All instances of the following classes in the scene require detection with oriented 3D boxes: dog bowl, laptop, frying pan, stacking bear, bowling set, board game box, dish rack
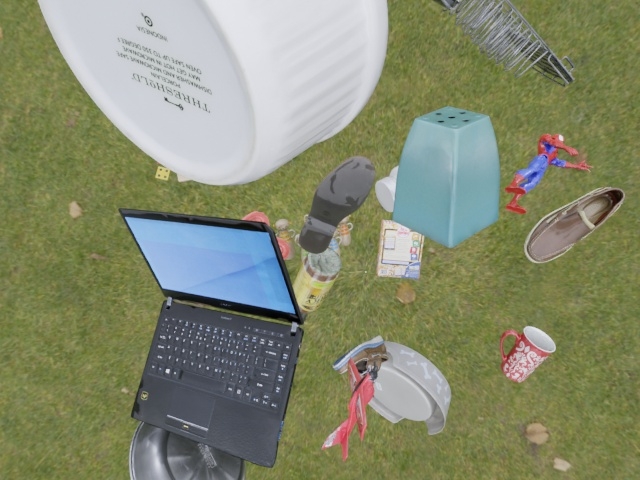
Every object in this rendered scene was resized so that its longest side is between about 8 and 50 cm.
[{"bbox_3d":[0.262,0.471,1.591,0.349,0.348,0.102,41,55,6],"label":"dog bowl"},{"bbox_3d":[-0.155,0.114,0.598,0.234,0.136,0.264,7,76,28],"label":"laptop"},{"bbox_3d":[-0.141,0.343,0.766,0.053,0.326,0.197,-41,49,26],"label":"frying pan"},{"bbox_3d":[-0.228,0.053,1.567,0.164,0.289,0.175,-36,85,-23],"label":"stacking bear"},{"bbox_3d":[0.000,0.000,1.663,0.287,0.200,0.154,-15,118,-13],"label":"bowling set"},{"bbox_3d":[0.274,0.031,1.676,0.147,0.045,0.193,5,105,-1],"label":"board game box"},{"bbox_3d":[0.254,-0.322,0.730,0.272,0.208,0.074,35,116,-23],"label":"dish rack"}]

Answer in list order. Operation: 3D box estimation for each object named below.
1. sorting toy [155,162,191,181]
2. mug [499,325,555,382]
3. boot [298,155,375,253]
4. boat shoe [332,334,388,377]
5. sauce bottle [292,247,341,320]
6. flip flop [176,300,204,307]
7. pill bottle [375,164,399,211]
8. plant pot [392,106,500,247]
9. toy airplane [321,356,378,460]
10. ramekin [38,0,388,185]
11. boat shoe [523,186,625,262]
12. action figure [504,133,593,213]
[{"bbox_3d":[-0.498,-0.291,1.887,0.275,0.046,0.132,-11,79,-11],"label":"sorting toy"},{"bbox_3d":[0.683,0.379,1.663,0.150,0.113,0.169,43,126,31],"label":"mug"},{"bbox_3d":[0.037,-0.106,1.203,0.112,0.115,0.305,29,130,-8],"label":"boot"},{"bbox_3d":[0.097,0.253,1.038,0.066,0.183,0.066,-42,72,32],"label":"boat shoe"},{"bbox_3d":[-0.033,0.152,1.513,0.112,0.344,0.111,9,53,-12],"label":"sauce bottle"},{"bbox_3d":[-0.485,0.189,1.874,0.080,0.277,0.112,-45,72,3],"label":"flip flop"},{"bbox_3d":[0.264,-0.159,1.320,0.222,0.124,0.124,-26,84,-17],"label":"pill bottle"},{"bbox_3d":[0.263,-0.144,1.013,0.166,0.166,0.234,-26,127,-30],"label":"plant pot"},{"bbox_3d":[0.045,0.230,0.658,0.028,0.151,0.151,22,89,-11],"label":"toy airplane"},{"bbox_3d":[-0.094,-0.165,0.382,0.273,0.273,0.127,36,58,6],"label":"ramekin"},{"bbox_3d":[0.589,-0.044,1.137,0.257,0.095,0.095,-39,83,-2],"label":"boat shoe"},{"bbox_3d":[0.563,-0.172,1.180,0.139,0.091,0.280,16,51,34],"label":"action figure"}]
